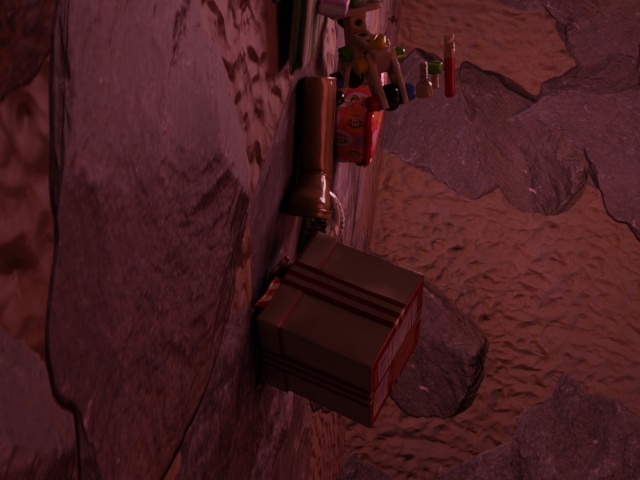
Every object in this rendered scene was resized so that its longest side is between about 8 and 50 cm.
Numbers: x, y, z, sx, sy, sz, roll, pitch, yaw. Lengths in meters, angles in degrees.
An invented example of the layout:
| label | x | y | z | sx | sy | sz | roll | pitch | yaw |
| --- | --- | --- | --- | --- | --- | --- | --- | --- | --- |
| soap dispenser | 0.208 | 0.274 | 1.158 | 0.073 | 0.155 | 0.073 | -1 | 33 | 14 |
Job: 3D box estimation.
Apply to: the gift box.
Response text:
| label | x | y | z | sx | sy | sz | roll | pitch | yaw |
| --- | --- | --- | --- | --- | --- | --- | --- | --- | --- |
| gift box | 0.017 | 0.164 | 1.460 | 0.276 | 0.258 | 0.255 | -51 | 153 | -38 |

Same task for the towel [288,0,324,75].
| label | x | y | z | sx | sy | sz | roll | pitch | yaw |
| --- | --- | --- | --- | --- | --- | --- | --- | --- | --- |
| towel | -0.016 | -0.462 | 1.460 | 0.325 | 0.038 | 0.248 | -79 | 175 | -57 |

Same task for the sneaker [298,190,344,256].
| label | x | y | z | sx | sy | sz | roll | pitch | yaw |
| --- | --- | --- | --- | --- | --- | --- | --- | --- | --- |
| sneaker | 0.000 | 0.000 | 1.748 | 0.093 | 0.088 | 0.225 | 15 | 80 | -80 |

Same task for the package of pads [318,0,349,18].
| label | x | y | z | sx | sy | sz | roll | pitch | yaw |
| --- | --- | --- | --- | --- | --- | --- | --- | --- | --- |
| package of pads | 0.024 | -0.424 | 1.456 | 0.083 | 0.050 | 0.032 | -78 | -179 | -66 |

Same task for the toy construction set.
| label | x | y | z | sx | sy | sz | roll | pitch | yaw |
| --- | --- | --- | --- | --- | --- | --- | --- | --- | --- |
| toy construction set | 0.141 | -0.427 | 1.780 | 0.257 | 0.308 | 0.237 | -85 | 171 | -61 |

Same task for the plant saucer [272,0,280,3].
| label | x | y | z | sx | sy | sz | roll | pitch | yaw |
| --- | --- | --- | --- | --- | --- | --- | --- | --- | --- |
| plant saucer | -0.061 | -0.443 | 1.298 | 0.119 | 0.021 | 0.119 | 5 | 90 | -81 |

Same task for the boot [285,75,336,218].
| label | x | y | z | sx | sy | sz | roll | pitch | yaw |
| --- | --- | --- | --- | --- | --- | --- | --- | --- | --- |
| boot | -0.014 | -0.186 | 1.575 | 0.236 | 0.089 | 0.270 | -94 | -172 | -80 |

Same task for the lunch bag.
| label | x | y | z | sx | sy | sz | roll | pitch | yaw |
| --- | --- | --- | --- | --- | --- | --- | --- | --- | --- |
| lunch bag | 0.106 | -0.351 | 2.147 | 0.258 | 0.120 | 0.293 | 88 | 13 | -60 |
